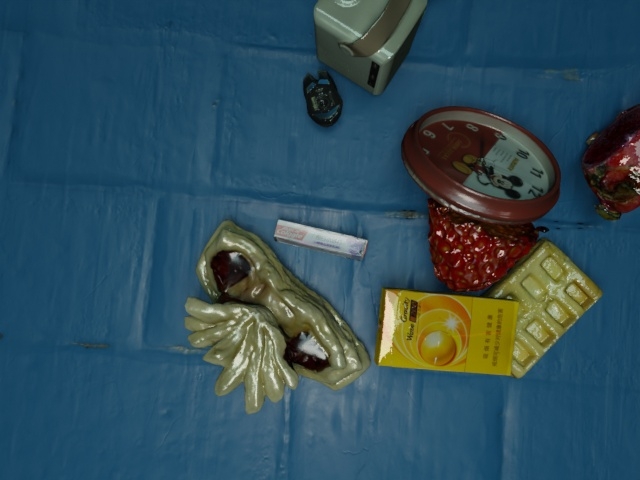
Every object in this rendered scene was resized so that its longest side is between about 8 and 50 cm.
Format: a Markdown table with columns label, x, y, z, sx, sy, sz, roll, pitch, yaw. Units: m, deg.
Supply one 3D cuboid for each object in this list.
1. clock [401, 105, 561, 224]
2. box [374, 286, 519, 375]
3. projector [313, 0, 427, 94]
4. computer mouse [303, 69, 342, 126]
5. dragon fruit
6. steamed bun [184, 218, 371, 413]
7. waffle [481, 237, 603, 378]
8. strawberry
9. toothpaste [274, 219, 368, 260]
| label | x | y | z | sx | sy | sz | roll | pitch | yaw |
| --- | --- | --- | --- | --- | --- | --- | --- | --- | --- |
| clock | 0.313 | -0.150 | 0.968 | 0.318 | 0.080 | 0.318 | 8 | 47 | -8 |
| box | 0.246 | 0.177 | 0.959 | 0.269 | 0.043 | 0.152 | 5 | 90 | -6 |
| projector | 0.092 | -0.420 | 0.972 | 0.177 | 0.242 | 0.163 | 32 | 90 | 1 |
| computer mouse | 0.005 | -0.304 | 1.063 | 0.079 | 0.047 | 0.135 | -19 | 78 | 7 |
| dragon fruit | 0.621 | -0.182 | 0.966 | 0.147 | 0.211 | 0.282 | 40 | 109 | 11 |
| steamed bun | -0.119 | 0.174 | 0.973 | 0.247 | 0.189 | 0.428 | -44 | 88 | 6 |
| waffle | 0.437 | 0.139 | 1.024 | 0.274 | 0.057 | 0.168 | -43 | 86 | -2 |
| strawberry | 0.307 | 0.013 | 0.990 | 0.233 | 0.234 | 0.178 | 15 | 115 | 2 |
| toothpaste | 0.000 | 0.000 | 1.048 | 0.196 | 0.040 | 0.047 | 13 | 85 | 2 |
